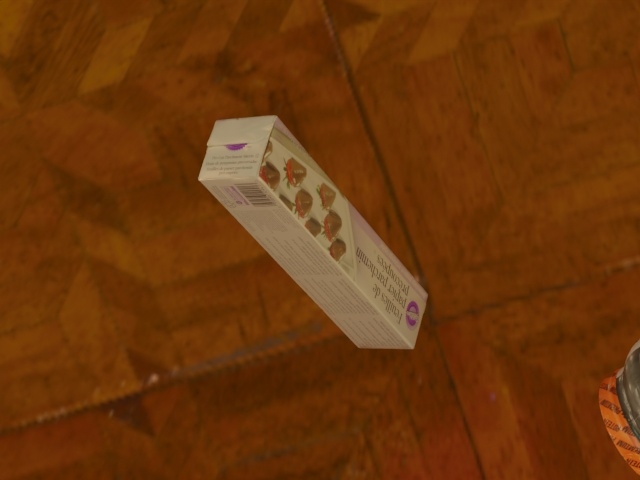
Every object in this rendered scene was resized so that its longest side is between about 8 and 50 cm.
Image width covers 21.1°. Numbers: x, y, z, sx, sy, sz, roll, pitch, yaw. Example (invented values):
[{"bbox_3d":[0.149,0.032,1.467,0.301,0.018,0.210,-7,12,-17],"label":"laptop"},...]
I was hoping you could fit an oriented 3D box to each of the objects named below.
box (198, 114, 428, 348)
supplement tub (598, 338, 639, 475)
[{"bbox_3d":[0.000,0.000,1.546,0.067,0.063,0.324,-1,150,31],"label":"box"},{"bbox_3d":[0.297,0.092,1.209,0.190,0.117,0.117,-35,105,30],"label":"supplement tub"}]
